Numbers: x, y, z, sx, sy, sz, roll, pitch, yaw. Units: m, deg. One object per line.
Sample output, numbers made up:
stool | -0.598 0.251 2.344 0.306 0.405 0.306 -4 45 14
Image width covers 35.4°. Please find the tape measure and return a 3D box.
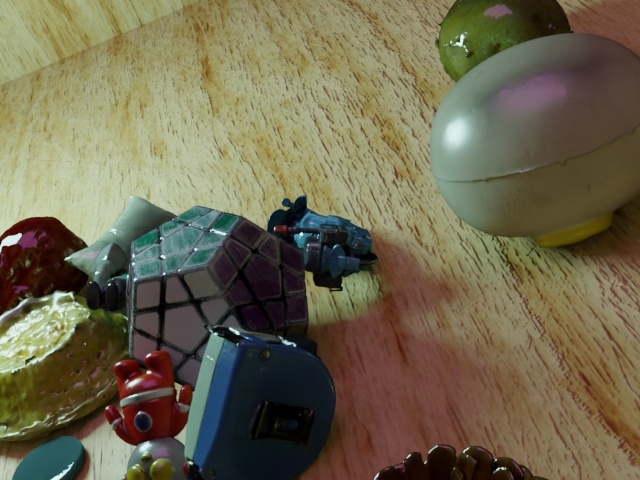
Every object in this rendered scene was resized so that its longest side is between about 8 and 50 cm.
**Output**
tape measure | -0.103 0.294 1.367 0.098 0.215 0.351 22 97 50

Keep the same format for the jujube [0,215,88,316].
jujube | -0.575 0.074 1.972 0.190 0.190 0.255 13 60 45

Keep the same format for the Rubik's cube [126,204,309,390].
Rubik's cube | -0.165 0.103 1.560 0.319 0.319 0.264 13 72 44

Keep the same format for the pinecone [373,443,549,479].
pinecone | 0.140 0.329 1.041 0.264 0.264 0.264 -17 32 11

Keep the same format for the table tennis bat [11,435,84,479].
table tennis bat | -0.434 0.377 1.551 0.124 0.033 0.201 -17 29 14

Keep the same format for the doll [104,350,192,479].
doll | -0.235 0.283 1.415 0.142 0.076 0.245 -16 74 20

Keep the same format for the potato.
potato | 0.368 -0.427 2.071 0.270 0.219 0.359 -9 26 5

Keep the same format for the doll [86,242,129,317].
doll | -0.301 0.070 1.744 0.195 0.153 0.258 6 2 -11

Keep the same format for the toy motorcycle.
toy motorcycle | 0.000 0.000 1.721 0.182 0.123 0.272 5 14 -7

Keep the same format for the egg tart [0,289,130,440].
egg tart | -0.481 0.204 1.753 0.345 0.132 0.345 -16 34 11

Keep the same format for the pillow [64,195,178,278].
pillow | -0.381 0.008 1.987 0.144 0.078 0.254 32 43 2

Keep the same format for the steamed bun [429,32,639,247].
steamed bun | 0.357 -0.163 1.582 0.374 0.334 0.334 -16 32 14
